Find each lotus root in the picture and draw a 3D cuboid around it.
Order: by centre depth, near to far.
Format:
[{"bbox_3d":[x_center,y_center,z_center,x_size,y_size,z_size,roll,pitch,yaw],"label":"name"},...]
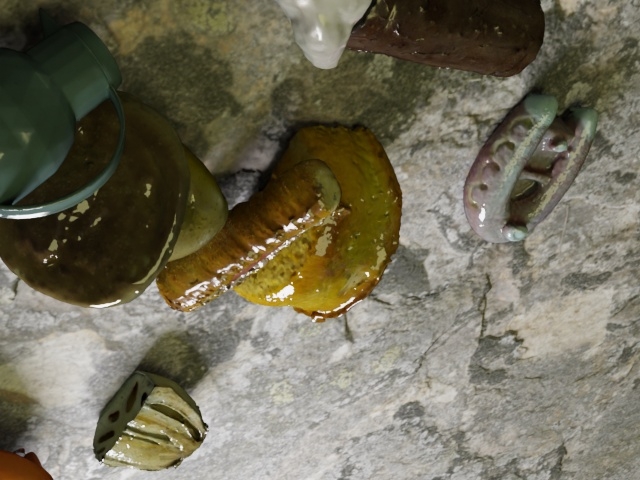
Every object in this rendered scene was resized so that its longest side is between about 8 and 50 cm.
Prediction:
[{"bbox_3d":[-0.226,0.246,1.712,0.143,0.070,0.144,-48,134,8],"label":"lotus root"}]

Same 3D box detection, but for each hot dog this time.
[{"bbox_3d":[-0.091,0.000,1.487,0.289,0.083,0.068,-35,-178,33],"label":"hot dog"}]

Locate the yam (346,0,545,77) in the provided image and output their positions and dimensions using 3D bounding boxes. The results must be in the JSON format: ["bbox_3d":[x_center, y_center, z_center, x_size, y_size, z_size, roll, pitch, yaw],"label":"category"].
[{"bbox_3d":[0.123,-0.252,1.403,0.279,0.131,0.131,6,126,-36],"label":"yam"}]

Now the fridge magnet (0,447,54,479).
[{"bbox_3d":[-0.501,0.379,1.594,0.363,0.155,0.364,-18,138,-17],"label":"fridge magnet"}]

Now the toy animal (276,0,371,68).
[{"bbox_3d":[-0.026,-0.322,1.190,0.188,0.266,0.308,1,155,-21],"label":"toy animal"}]

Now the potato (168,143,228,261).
[{"bbox_3d":[-0.188,-0.044,1.406,0.157,0.157,0.194,-50,150,19],"label":"potato"}]

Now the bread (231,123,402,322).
[{"bbox_3d":[0.004,-0.003,1.558,0.160,0.147,0.261,9,124,-42],"label":"bread"}]

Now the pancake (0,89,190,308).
[{"bbox_3d":[-0.243,-0.049,1.296,0.242,0.242,0.050,-43,176,11],"label":"pancake"}]

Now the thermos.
[{"bbox_3d":[-0.311,-0.090,1.208,0.286,0.182,0.145,-37,171,-16],"label":"thermos"}]

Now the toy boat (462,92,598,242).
[{"bbox_3d":[0.283,-0.086,1.703,0.155,0.085,0.227,9,124,-40],"label":"toy boat"}]
